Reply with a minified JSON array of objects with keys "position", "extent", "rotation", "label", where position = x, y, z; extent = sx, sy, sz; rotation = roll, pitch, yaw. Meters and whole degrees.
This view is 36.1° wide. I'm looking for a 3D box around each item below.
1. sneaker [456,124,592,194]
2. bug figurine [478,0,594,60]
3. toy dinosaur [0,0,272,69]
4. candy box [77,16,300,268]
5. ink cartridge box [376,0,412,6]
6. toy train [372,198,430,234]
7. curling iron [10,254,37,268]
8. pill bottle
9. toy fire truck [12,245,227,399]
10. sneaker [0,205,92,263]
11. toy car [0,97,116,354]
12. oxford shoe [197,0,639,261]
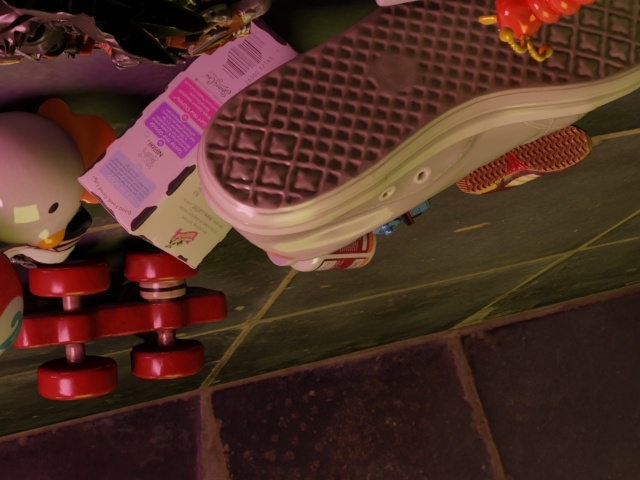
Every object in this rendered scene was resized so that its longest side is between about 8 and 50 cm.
[{"position":[0.275,-0.111,1.327],"extent":[0.186,0.069,0.084],"rotation":[-15,176,19],"label":"sneaker"},{"position":[0.122,-0.191,0.572],"extent":[0.279,0.072,0.216],"rotation":[3,157,-44],"label":"bug figurine"},{"position":[-0.165,-0.148,0.556],"extent":[0.322,0.164,0.218],"rotation":[-27,-171,-34],"label":"toy dinosaur"},{"position":[-0.090,-0.080,0.846],"extent":[0.196,0.070,0.165],"rotation":[-47,164,-1],"label":"candy box"},{"position":[0.210,-0.278,0.611],"extent":[0.324,0.071,0.330],"rotation":[-13,167,-12],"label":"ink cartridge box"},{"position":[0.097,-0.064,1.275],"extent":[0.105,0.080,0.184],"rotation":[-24,165,7],"label":"toy train"},{"position":[-0.450,0.059,1.221],"extent":[0.274,0.035,0.068],"rotation":[-25,163,31],"label":"curling iron"},{"position":[0.000,0.000,1.386],"extent":[0.152,0.086,0.086],"rotation":[-2,160,-43],"label":"pill bottle"},{"position":[-0.298,0.095,1.337],"extent":[0.302,0.169,0.254],"rotation":[-8,-171,-32],"label":"toy fire truck"},{"position":[-0.317,-0.021,1.036],"extent":[0.077,0.072,0.178],"rotation":[-37,166,26],"label":"sneaker"},{"position":[-0.273,-0.019,0.835],"extent":[0.238,0.210,0.219],"rotation":[-29,176,-1],"label":"toy car"},{"position":[0.109,-0.122,0.783],"extent":[0.449,0.169,0.130],"rotation":[-29,158,-13],"label":"oxford shoe"}]
